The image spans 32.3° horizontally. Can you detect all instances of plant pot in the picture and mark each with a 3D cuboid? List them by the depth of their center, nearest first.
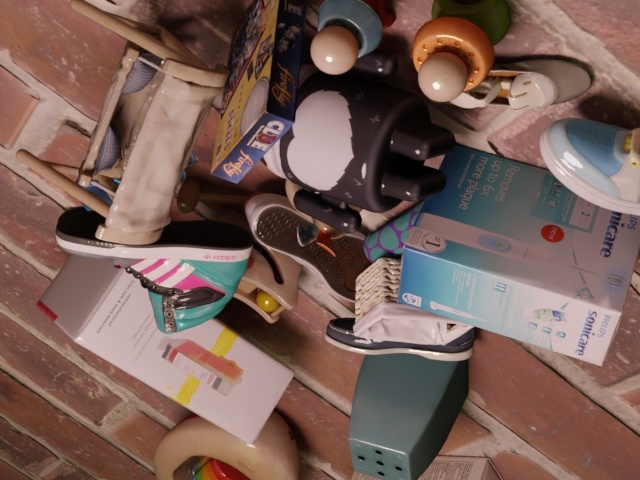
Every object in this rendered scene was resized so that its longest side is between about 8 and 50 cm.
[{"bbox_3d":[0.142,0.288,1.902,0.165,0.234,0.166,12,139,19],"label":"plant pot"}]

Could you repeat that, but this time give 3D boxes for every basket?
[{"bbox_3d":[0.144,0.095,1.734,0.167,0.103,0.113,7,156,-22],"label":"basket"}]

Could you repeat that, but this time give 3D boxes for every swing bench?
[{"bbox_3d":[-0.257,-0.159,1.523,0.254,0.165,0.253,37,108,37],"label":"swing bench"}]

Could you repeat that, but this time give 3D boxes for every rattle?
[{"bbox_3d":[-0.005,-0.028,1.651,0.130,0.200,0.143,17,142,-25],"label":"rattle"}]

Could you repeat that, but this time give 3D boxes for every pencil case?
[{"bbox_3d":[0.135,-0.008,1.705,0.070,0.064,0.151,49,139,-9],"label":"pencil case"}]

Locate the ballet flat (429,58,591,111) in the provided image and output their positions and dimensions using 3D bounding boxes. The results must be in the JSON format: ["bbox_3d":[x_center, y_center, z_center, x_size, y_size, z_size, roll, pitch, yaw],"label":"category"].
[{"bbox_3d":[0.238,-0.193,1.428,0.213,0.068,0.072,7,137,24],"label":"ballet flat"}]

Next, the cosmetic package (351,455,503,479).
[{"bbox_3d":[0.207,0.521,2.199,0.296,0.153,0.129,-5,134,37],"label":"cosmetic package"}]

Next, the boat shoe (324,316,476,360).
[{"bbox_3d":[0.133,0.147,1.851,0.254,0.095,0.079,6,115,14],"label":"boat shoe"}]

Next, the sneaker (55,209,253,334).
[{"bbox_3d":[-0.261,0.054,1.705,0.295,0.124,0.178,6,119,-9],"label":"sneaker"}]

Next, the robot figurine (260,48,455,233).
[{"bbox_3d":[0.038,-0.139,1.503,0.278,0.209,0.173,22,163,27],"label":"robot figurine"}]

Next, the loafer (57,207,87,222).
[{"bbox_3d":[-0.402,-0.015,2.026,0.170,0.062,0.061,13,145,20],"label":"loafer"}]

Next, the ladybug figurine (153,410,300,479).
[{"bbox_3d":[-0.193,0.472,2.372,0.305,0.162,0.449,37,141,-11],"label":"ladybug figurine"}]

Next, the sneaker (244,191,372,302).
[{"bbox_3d":[0.000,0.000,1.796,0.290,0.106,0.123,34,-172,-28],"label":"sneaker"}]

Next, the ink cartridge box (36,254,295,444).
[{"bbox_3d":[-0.275,0.175,1.959,0.384,0.160,0.279,38,170,-28],"label":"ink cartridge box"}]

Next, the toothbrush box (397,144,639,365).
[{"bbox_3d":[0.280,0.015,1.521,0.295,0.216,0.126,18,142,13],"label":"toothbrush box"}]

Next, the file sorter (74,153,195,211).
[{"bbox_3d":[-0.292,-0.103,1.771,0.104,0.170,0.118,-11,129,34],"label":"file sorter"}]

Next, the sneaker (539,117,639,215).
[{"bbox_3d":[0.446,-0.116,1.350,0.319,0.127,0.208,20,145,-5],"label":"sneaker"}]

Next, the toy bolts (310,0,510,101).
[{"bbox_3d":[0.092,-0.278,1.345,0.228,0.158,0.218,5,137,27],"label":"toy bolts"}]

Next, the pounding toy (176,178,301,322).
[{"bbox_3d":[-0.142,0.023,1.835,0.269,0.154,0.155,37,142,-12],"label":"pounding toy"}]

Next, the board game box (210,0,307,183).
[{"bbox_3d":[-0.078,-0.217,1.450,0.042,0.243,0.165,19,147,-23],"label":"board game box"}]
